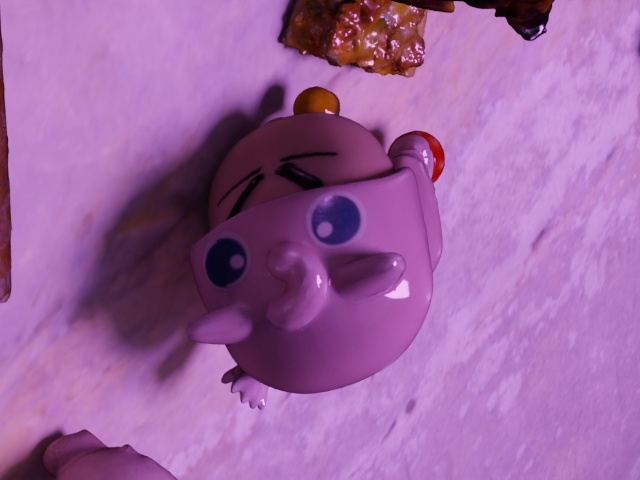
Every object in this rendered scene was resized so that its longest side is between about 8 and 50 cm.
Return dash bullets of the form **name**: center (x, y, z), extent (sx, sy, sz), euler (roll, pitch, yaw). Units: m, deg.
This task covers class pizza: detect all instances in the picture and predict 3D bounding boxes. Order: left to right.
- **pizza**: center (0.033, -0.160, 1.153), extent (0.134, 0.046, 0.175), euler (-52, 144, -23)

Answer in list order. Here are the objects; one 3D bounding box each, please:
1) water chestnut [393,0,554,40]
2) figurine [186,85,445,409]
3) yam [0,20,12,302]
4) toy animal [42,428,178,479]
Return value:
- **water chestnut**: center (0.089, -0.231, 0.973), extent (0.300, 0.300, 0.300), euler (-32, 133, -42)
- **figurine**: center (0.000, 0.000, 1.138), extent (0.186, 0.176, 0.287), euler (65, 22, 3)
- **yam**: center (-0.185, -0.065, 0.890), extent (0.057, 0.057, 0.241), euler (-26, 128, -46)
- **toy animal**: center (-0.172, 0.213, 1.021), extent (0.212, 0.124, 0.124), euler (-37, 136, -30)
